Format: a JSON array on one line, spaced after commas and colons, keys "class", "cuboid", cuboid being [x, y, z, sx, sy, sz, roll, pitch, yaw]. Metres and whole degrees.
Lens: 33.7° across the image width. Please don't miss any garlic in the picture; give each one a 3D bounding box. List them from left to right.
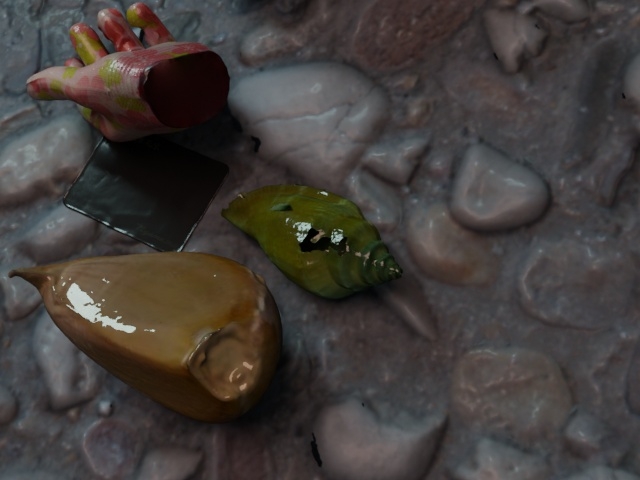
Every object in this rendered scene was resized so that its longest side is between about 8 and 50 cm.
[{"class": "garlic", "cuboid": [-0.138, 0.074, 0.930, 0.245, 0.164, 0.145, 17, 88, 27]}]

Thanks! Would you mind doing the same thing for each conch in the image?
[{"class": "conch", "cuboid": [0.000, -0.001, 0.980, 0.095, 0.079, 0.201, -32, 51, -22]}]

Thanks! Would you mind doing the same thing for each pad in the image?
[{"class": "pad", "cuboid": [-0.182, -0.057, 1.090, 0.157, 0.003, 0.112, 23, 74, 24]}]

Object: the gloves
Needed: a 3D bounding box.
[{"class": "gloves", "cuboid": [-0.197, -0.161, 1.083, 0.145, 0.126, 0.241, -48, 28, -18]}]
